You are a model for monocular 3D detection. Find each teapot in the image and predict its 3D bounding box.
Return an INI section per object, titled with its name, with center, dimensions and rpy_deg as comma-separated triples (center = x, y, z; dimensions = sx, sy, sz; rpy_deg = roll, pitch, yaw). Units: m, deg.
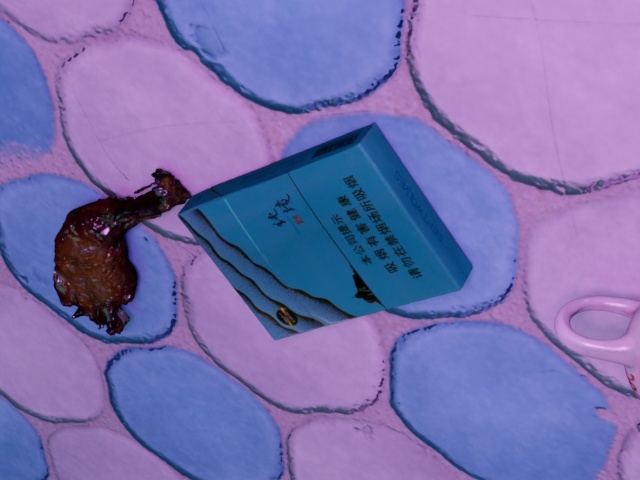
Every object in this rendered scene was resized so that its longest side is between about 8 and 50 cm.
[teapot]
center = 0.301, 0.090, 0.940
dimensions = 0.245, 0.116, 0.159
rpy_deg = 11, 145, 20

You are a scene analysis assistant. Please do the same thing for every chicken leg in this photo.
[chicken leg]
center = -0.207, 0.006, 1.217
dimensions = 0.106, 0.051, 0.253
rpy_deg = 31, 137, -5

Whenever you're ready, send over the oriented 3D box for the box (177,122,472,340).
[box]
center = 0.000, 0.000, 1.090
dimensions = 0.226, 0.042, 0.161
rpy_deg = -18, 116, 40
